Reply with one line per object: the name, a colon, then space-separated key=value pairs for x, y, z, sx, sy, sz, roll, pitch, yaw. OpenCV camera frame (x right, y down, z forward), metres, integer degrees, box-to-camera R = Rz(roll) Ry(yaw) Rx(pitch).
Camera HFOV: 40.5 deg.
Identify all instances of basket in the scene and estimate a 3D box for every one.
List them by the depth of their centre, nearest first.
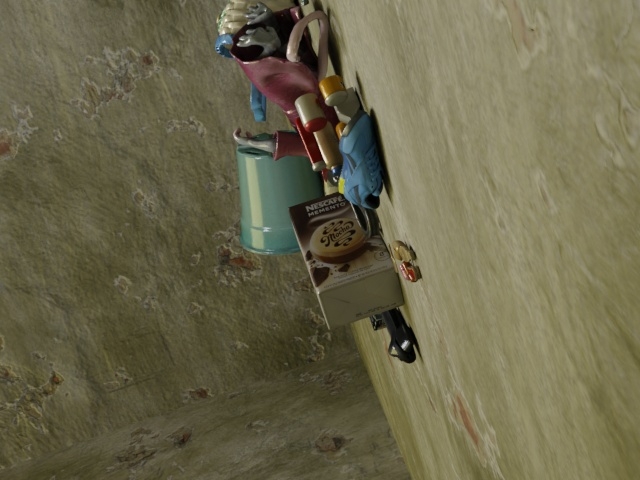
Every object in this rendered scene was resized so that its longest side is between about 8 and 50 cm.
basket: x=-0.136 y=-0.424 z=1.964 sx=0.255 sy=0.201 sz=0.289 roll=165 pitch=103 yaw=-86

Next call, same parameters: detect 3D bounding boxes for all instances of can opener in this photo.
can opener: x=0.171 y=0.198 z=1.878 sx=0.059 sy=0.073 sz=0.186 roll=30 pitch=-161 yaw=-22

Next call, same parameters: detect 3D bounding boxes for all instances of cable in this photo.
cable: x=0.071 y=-0.131 z=1.838 sx=0.287 sy=0.072 sz=0.139 roll=52 pitch=148 yaw=44

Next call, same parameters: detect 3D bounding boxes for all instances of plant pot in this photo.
plant pot: x=-0.134 y=-0.174 z=2.913 sx=0.341 sy=0.341 sz=0.334 roll=-114 pitch=13 yaw=-64

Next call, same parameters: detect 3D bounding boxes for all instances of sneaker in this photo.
sneaker: x=0.078 y=-0.128 z=1.425 sx=0.082 sy=0.069 sz=0.209 roll=35 pitch=152 yaw=21

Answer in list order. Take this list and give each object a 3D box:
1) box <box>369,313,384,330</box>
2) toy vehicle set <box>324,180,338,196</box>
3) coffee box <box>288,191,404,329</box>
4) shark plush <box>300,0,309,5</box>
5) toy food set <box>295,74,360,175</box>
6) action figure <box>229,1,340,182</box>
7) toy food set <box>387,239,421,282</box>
box: x=0.121 y=0.105 z=2.155 sx=0.175 sy=0.051 sz=0.220 roll=83 pitch=168 yaw=-75
toy vehicle set: x=0.036 y=-0.081 z=2.189 sx=0.267 sy=0.035 sz=0.166 roll=-100 pitch=6 yaw=-76
coffee box: x=0.049 y=0.030 z=1.862 sx=0.297 sy=0.168 sz=0.119 roll=-112 pitch=4 yaw=-50
shark plush: x=-0.045 y=-0.464 z=1.413 sx=0.161 sy=0.067 sz=0.073 roll=75 pitch=176 yaw=-52
toy food set: x=0.024 y=-0.181 z=1.485 sx=0.232 sy=0.111 sz=0.105 roll=73 pitch=177 yaw=-75
action figure: x=-0.015 y=-0.274 z=1.642 sx=0.275 sy=0.248 sz=0.370 roll=1 pitch=133 yaw=43
toy food set: x=0.148 y=0.038 z=1.471 sx=0.122 sy=0.019 sz=0.078 roll=-144 pitch=34 yaw=-72
